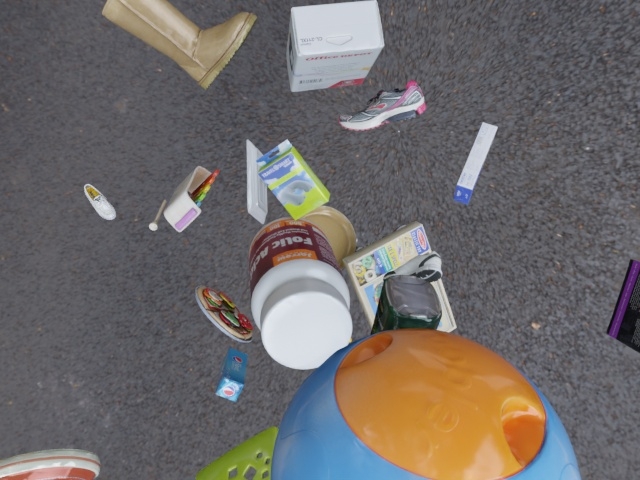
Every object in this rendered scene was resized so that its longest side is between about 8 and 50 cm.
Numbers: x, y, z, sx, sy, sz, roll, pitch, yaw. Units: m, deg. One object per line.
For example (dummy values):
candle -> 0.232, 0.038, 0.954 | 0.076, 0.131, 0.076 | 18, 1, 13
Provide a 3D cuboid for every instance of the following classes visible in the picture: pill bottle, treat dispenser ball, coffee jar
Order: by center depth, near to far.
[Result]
treat dispenser ball -> 0.096, 0.231, 0.516 | 0.288, 0.288, 0.288 | 2, 102, 8
coffee jar -> 0.109, 0.146, 0.750 | 0.079, 0.096, 0.184 | 6, 122, -5
pill bottle -> -0.055, 0.110, 1.250 | 0.224, 0.392, 0.223 | -3, 113, -8

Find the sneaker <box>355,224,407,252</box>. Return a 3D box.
sneaker -> 0.194, 0.030, 1.877 | 0.099, 0.153, 0.282 | 23, 111, -42

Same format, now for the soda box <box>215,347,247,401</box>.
soda box -> -0.288, 0.434, 1.731 | 0.071, 0.210, 0.067 | 25, 101, -10

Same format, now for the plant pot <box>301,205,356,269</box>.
plant pot -> 0.000, 0.000, 1.742 | 0.237, 0.032, 0.236 | 3, 73, -11

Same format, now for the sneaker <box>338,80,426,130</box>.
sneaker -> 0.203, -0.453, 1.801 | 0.299, 0.121, 0.112 | -12, 112, 19

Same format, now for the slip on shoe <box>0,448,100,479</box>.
slip on shoe -> -0.427, 0.345, 0.627 | 0.332, 0.123, 0.101 | -19, 60, -21

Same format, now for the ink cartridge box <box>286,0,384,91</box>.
ink cartridge box -> 0.016, -0.298, 0.828 | 0.128, 0.175, 0.072 | -8, 90, -7

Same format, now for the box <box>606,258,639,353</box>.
box -> 0.444, 0.098, 0.686 | 0.029, 0.162, 0.116 | 13, 100, -4

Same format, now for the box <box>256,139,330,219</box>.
box -> -0.070, -0.147, 1.313 | 0.109, 0.042, 0.178 | -30, 114, 22

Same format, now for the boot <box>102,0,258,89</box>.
boot -> -0.304, -0.478, 1.141 | 0.270, 0.089, 0.236 | 36, 129, -22

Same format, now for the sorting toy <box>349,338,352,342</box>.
sorting toy -> 0.051, 0.256, 1.383 | 0.045, 0.083, 0.075 | 19, 148, 19

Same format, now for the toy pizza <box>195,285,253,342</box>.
toy pizza -> -0.244, 0.185, 1.384 | 0.032, 0.201, 0.201 | -45, 92, 5

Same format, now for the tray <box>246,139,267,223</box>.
tray -> -0.216, -0.204, 1.846 | 0.030, 0.145, 0.270 | -7, 73, 12

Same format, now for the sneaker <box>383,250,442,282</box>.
sneaker -> 0.147, 0.049, 0.838 | 0.109, 0.043, 0.040 | -19, 132, 40

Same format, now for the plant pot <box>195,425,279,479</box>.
plant pot -> -0.113, 0.578, 1.122 | 0.227, 0.207, 0.228 | -35, 118, 8

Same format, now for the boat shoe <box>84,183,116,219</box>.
boat shoe -> -0.510, -0.090, 1.224 | 0.035, 0.035, 0.100 | -37, 82, -20

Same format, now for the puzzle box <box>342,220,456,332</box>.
puzzle box -> 0.264, 0.175, 1.701 | 0.272, 0.052, 0.408 | -28, 112, -11

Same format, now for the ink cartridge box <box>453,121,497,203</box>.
ink cartridge box -> 0.429, -0.213, 1.470 | 0.046, 0.097, 0.207 | 22, 73, 15

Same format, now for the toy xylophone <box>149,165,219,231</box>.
toy xylophone -> -0.474, -0.140, 1.854 | 0.236, 0.322, 0.081 | -36, 114, 26
